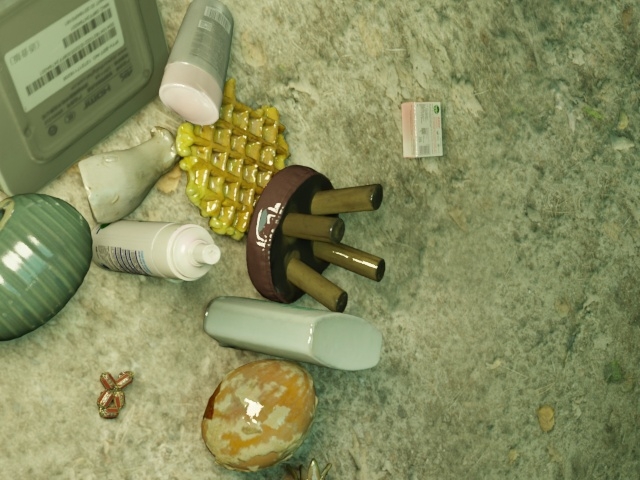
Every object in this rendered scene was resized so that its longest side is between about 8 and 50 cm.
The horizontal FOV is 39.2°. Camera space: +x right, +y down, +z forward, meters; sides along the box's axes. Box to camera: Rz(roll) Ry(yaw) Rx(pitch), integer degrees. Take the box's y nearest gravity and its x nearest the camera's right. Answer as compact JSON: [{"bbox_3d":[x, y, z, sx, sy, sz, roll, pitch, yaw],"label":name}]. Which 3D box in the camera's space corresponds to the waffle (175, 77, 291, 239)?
[{"bbox_3d":[-0.151,-0.154,1.639,0.301,0.058,0.282,52,51,-45],"label":"waffle"}]

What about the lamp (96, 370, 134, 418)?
[{"bbox_3d":[-0.354,0.265,1.537,0.063,0.031,0.083,7,91,-40],"label":"lamp"}]

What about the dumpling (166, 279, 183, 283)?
[{"bbox_3d":[-0.267,0.037,1.593,0.059,0.043,0.077,-4,100,-20],"label":"dumpling"}]

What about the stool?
[{"bbox_3d":[0.000,0.000,1.695,0.272,0.178,0.272,-31,127,-52],"label":"stool"}]

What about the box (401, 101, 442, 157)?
[{"bbox_3d":[0.228,-0.249,2.016,0.089,0.043,0.125,-7,97,-41],"label":"box"}]

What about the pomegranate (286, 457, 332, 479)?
[{"bbox_3d":[-0.023,0.548,1.769,0.181,0.181,0.224,19,59,-41],"label":"pomegranate"}]

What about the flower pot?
[{"bbox_3d":[-0.451,0.037,1.322,0.243,0.189,0.157,-50,130,-16],"label":"flower pot"}]

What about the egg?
[{"bbox_3d":[-0.111,0.316,1.643,0.233,0.195,0.195,-46,124,-1],"label":"egg"}]

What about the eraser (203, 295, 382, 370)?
[{"bbox_3d":[-0.054,0.167,1.626,0.189,0.290,0.104,23,77,-43],"label":"eraser"}]

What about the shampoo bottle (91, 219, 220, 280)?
[{"bbox_3d":[-0.258,0.013,1.421,0.092,0.303,0.092,-2,93,-41],"label":"shampoo bottle"}]

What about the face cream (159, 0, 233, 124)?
[{"bbox_3d":[-0.203,-0.309,1.518,0.107,0.073,0.269,29,40,-24],"label":"face cream"}]

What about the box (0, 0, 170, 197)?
[{"bbox_3d":[-0.387,-0.287,1.331,0.367,0.090,0.373,-46,149,-29],"label":"box"}]

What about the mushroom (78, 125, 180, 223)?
[{"bbox_3d":[-0.314,-0.109,1.504,0.225,0.093,0.116,-31,123,-41],"label":"mushroom"}]
